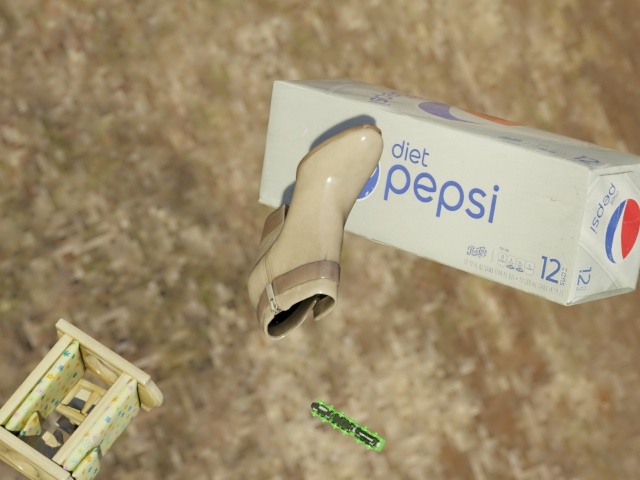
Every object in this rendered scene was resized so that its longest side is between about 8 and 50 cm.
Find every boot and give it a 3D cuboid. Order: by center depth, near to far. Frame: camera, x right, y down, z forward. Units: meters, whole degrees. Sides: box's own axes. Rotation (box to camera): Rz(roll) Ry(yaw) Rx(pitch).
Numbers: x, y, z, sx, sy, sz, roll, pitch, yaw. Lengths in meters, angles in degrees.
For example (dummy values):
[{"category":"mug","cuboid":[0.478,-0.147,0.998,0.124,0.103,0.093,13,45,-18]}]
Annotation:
[{"category":"boot","cuboid":[0.000,0.000,1.128,0.042,0.118,0.087,21,42,-26]}]

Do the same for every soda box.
[{"category":"soda box","cuboid":[0.092,-0.042,1.414,0.091,0.286,0.098,-7,110,-49]}]

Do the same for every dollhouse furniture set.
[{"category":"dollhouse furniture set","cuboid":[-0.218,0.189,1.607,0.101,0.182,0.161,32,-24,16]}]

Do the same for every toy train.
[{"category":"toy train","cuboid":[0.026,0.172,1.853,0.083,0.017,0.024,29,-1,32]}]
